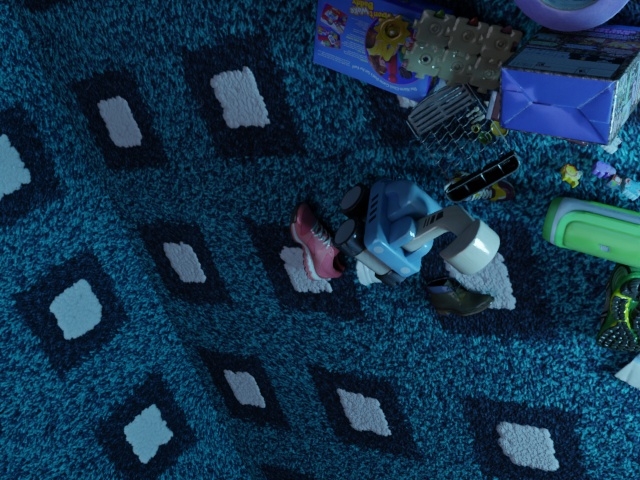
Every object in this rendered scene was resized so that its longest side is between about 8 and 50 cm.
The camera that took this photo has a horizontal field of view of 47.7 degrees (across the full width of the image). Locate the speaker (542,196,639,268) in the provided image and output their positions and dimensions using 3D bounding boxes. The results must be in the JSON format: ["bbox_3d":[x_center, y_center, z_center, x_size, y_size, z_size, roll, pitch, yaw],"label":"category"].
[{"bbox_3d":[0.692,-0.015,1.723,0.297,0.131,0.131,18,131,27],"label":"speaker"}]

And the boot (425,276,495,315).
[{"bbox_3d":[0.414,0.165,2.179,0.219,0.082,0.106,-15,114,47],"label":"boot"}]

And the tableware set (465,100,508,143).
[{"bbox_3d":[0.442,-0.308,1.826,0.104,0.024,0.154,52,138,-6],"label":"tableware set"}]

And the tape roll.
[{"bbox_3d":[0.518,-0.572,1.468,0.275,0.090,0.274,23,134,26],"label":"tape roll"}]

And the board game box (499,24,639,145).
[{"bbox_3d":[0.538,-0.340,1.515,0.232,0.291,0.141,17,131,31],"label":"board game box"}]

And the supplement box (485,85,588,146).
[{"bbox_3d":[0.521,-0.296,1.672,0.240,0.130,0.073,21,120,24],"label":"supplement box"}]

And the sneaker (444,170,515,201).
[{"bbox_3d":[0.423,-0.130,1.935,0.186,0.084,0.069,15,130,32],"label":"sneaker"}]

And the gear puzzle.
[{"bbox_3d":[0.290,-0.463,1.718,0.339,0.044,0.175,12,130,-3],"label":"gear puzzle"}]

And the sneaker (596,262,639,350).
[{"bbox_3d":[0.788,0.170,1.847,0.134,0.146,0.343,5,142,13],"label":"sneaker"}]

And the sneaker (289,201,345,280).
[{"bbox_3d":[0.000,0.000,2.397,0.136,0.116,0.313,1,129,28],"label":"sneaker"}]

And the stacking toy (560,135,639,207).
[{"bbox_3d":[0.705,-0.144,1.713,0.221,0.052,0.167,37,148,1],"label":"stacking toy"}]

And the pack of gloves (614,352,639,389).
[{"bbox_3d":[0.934,0.342,1.924,0.195,0.046,0.232,29,142,8],"label":"pack of gloves"}]

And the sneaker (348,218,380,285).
[{"bbox_3d":[0.164,0.007,2.269,0.130,0.111,0.297,-3,124,23],"label":"sneaker"}]

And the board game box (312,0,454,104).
[{"bbox_3d":[0.150,-0.522,1.861,0.347,0.078,0.233,27,135,21],"label":"board game box"}]

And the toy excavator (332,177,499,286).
[{"bbox_3d":[0.259,-0.039,1.926,0.222,0.432,0.445,37,131,-25],"label":"toy excavator"}]

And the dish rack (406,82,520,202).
[{"bbox_3d":[0.352,-0.254,1.831,0.208,0.074,0.271,-31,103,27],"label":"dish rack"}]
